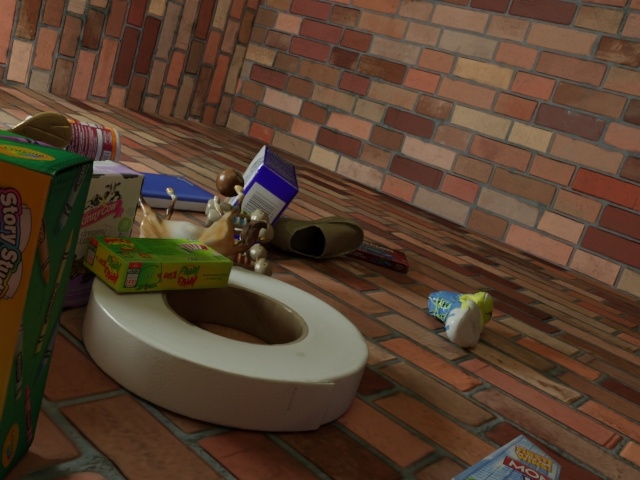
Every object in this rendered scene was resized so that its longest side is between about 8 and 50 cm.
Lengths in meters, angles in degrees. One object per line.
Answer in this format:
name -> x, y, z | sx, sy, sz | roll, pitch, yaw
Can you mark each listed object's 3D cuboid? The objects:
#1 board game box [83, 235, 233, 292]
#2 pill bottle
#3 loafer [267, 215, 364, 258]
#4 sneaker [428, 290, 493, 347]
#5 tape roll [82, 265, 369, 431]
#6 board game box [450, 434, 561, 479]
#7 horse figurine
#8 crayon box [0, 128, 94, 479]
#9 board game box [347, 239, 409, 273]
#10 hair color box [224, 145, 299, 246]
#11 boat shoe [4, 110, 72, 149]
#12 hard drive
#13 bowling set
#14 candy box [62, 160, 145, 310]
board game box -> -0.221, 0.032, 0.900 | 0.092, 0.043, 0.181 | 27, 15, 37
pill bottle -> -0.637, -0.249, 1.660 | 0.221, 0.121, 0.121 | 6, 17, -43
loafer -> 0.000, 0.000, 1.547 | 0.268, 0.102, 0.092 | -2, 22, -31
sneaker -> 0.265, 0.156, 1.313 | 0.126, 0.091, 0.240 | 3, 6, 28
tape roll -> -0.123, 0.126, 0.895 | 0.391, 0.072, 0.392 | 17, 13, -4
board game box -> 0.246, 0.293, 0.712 | 0.194, 0.060, 0.194 | 23, 14, 21
horse figurine -> -0.218, -0.019, 1.089 | 0.263, 0.066, 0.175 | 6, 55, -9
crayon box -> -0.301, 0.046, 0.518 | 0.165, 0.279, 0.081 | 18, 14, -2
board game box -> 0.096, 0.019, 1.740 | 0.281, 0.027, 0.145 | 17, 12, -2
hair color box -> -0.148, -0.106, 1.531 | 0.110, 0.185, 0.339 | 36, 9, -10
boat shoe -> -0.581, -0.144, 1.175 | 0.277, 0.098, 0.096 | -27, 10, -16
hard drive -> -0.431, -0.129, 1.617 | 0.318, 0.040, 0.210 | 3, 19, -47
bowling set -> -0.143, -0.020, 1.221 | 0.154, 0.200, 0.287 | 16, 17, -14
candy box -> -0.338, -0.009, 0.885 | 0.070, 0.196, 0.165 | 22, 14, 20
